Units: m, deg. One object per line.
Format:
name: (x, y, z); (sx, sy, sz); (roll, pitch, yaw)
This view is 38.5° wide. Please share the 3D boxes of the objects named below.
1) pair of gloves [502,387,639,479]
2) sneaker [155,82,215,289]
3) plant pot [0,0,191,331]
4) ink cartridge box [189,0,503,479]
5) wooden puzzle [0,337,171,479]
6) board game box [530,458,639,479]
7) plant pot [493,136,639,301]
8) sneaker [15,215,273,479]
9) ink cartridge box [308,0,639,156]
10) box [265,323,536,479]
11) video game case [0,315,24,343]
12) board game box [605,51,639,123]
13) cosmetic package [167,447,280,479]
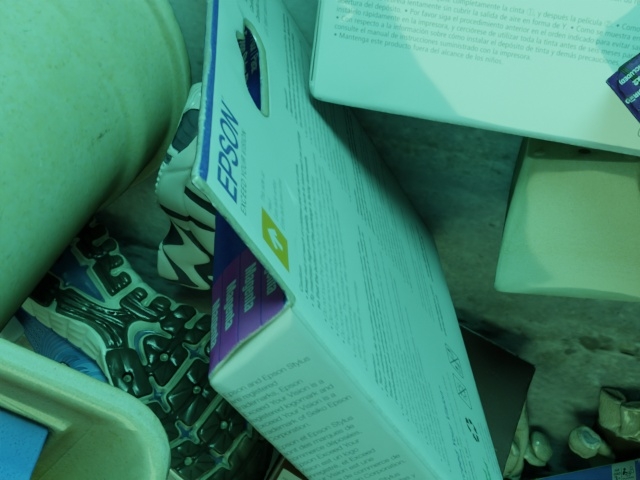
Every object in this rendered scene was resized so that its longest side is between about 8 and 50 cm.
pair of gloves: (0.236, 0.208, 0.916); (0.240, 0.042, 0.204); (10, 139, 10)
sneaker: (-0.045, -0.023, 0.718); (0.153, 0.094, 0.235); (15, 142, -2)
plant pot: (-0.292, -0.049, 0.614); (0.333, 0.306, 0.334); (9, 138, 9)
ink cartridge box: (0.000, 0.000, 0.556); (0.071, 0.324, 0.330); (-28, 125, 16)
wooden puzzle: (-0.294, 0.110, 0.496); (0.347, 0.081, 0.322); (31, 137, -15)
board game box: (0.255, 0.343, 0.997); (0.233, 0.078, 0.347); (33, 139, -32)
plant pot: (0.180, -0.031, 0.633); (0.109, 0.109, 0.096); (4, 125, 15)
sneaker: (-0.173, 0.111, 0.850); (0.330, 0.129, 0.147); (46, 149, 11)
ink cartridge box: (0.155, -0.182, 0.500); (0.296, 0.066, 0.261); (11, 119, 7)
box: (0.060, 0.184, 0.804); (0.167, 0.203, 0.168); (28, 137, 4)
video game case: (-0.388, 0.038, 0.875); (0.227, 0.026, 0.206); (52, 138, 0)
board game box: (0.331, -0.105, 0.400); (0.347, 0.056, 0.208); (-41, 86, 27)
cosmetic package: (-0.116, 0.331, 1.031); (0.284, 0.097, 0.377); (33, 142, 6)
